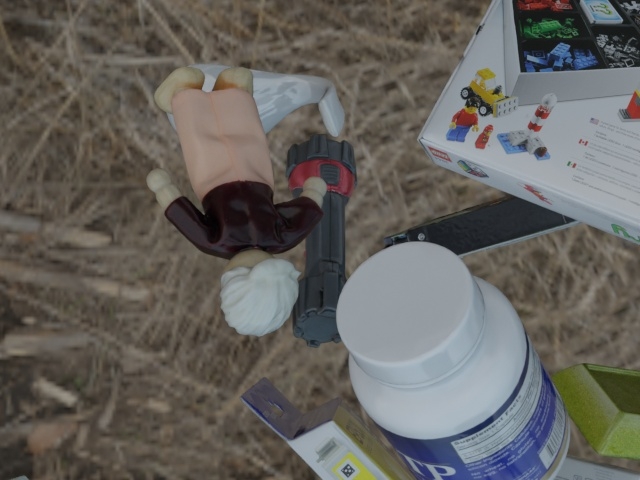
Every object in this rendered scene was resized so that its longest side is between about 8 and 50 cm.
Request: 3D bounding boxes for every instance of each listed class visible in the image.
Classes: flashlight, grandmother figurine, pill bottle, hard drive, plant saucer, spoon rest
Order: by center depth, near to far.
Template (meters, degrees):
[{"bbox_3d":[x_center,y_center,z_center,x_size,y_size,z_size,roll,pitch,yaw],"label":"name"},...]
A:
[{"bbox_3d":[0.081,0.085,0.905,0.112,0.112,0.187,-24,140,9],"label":"pill bottle"},{"bbox_3d":[-0.091,-0.045,1.658,0.208,0.342,0.104,-6,146,-10],"label":"grandmother figurine"},{"bbox_3d":[0.388,0.202,1.746,0.188,0.188,0.045,10,109,-15],"label":"plant saucer"},{"bbox_3d":[-0.085,-0.172,1.898,0.276,0.084,0.137,2,128,32],"label":"spoon rest"},{"bbox_3d":[0.000,0.000,1.962,0.103,0.304,0.103,-20,139,26],"label":"flashlight"},{"bbox_3d":[0.282,-0.036,2.088,0.339,0.237,0.064,-17,91,27],"label":"hard drive"}]

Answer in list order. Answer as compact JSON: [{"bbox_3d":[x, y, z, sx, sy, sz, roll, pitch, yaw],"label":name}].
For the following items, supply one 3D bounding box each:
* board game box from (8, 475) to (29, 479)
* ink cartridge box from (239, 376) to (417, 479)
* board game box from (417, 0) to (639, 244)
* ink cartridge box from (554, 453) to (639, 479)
[{"bbox_3d":[-0.396,0.401,1.467,0.224,0.097,0.303,-12,130,-40],"label":"board game box"},{"bbox_3d":[0.047,0.260,1.691,0.072,0.303,0.307,-42,88,1],"label":"ink cartridge box"},{"bbox_3d":[0.247,-0.096,1.054,0.193,0.305,0.053,-61,151,-10],"label":"board game box"},{"bbox_3d":[0.296,0.367,1.724,0.045,0.223,0.224,12,87,-35],"label":"ink cartridge box"}]
